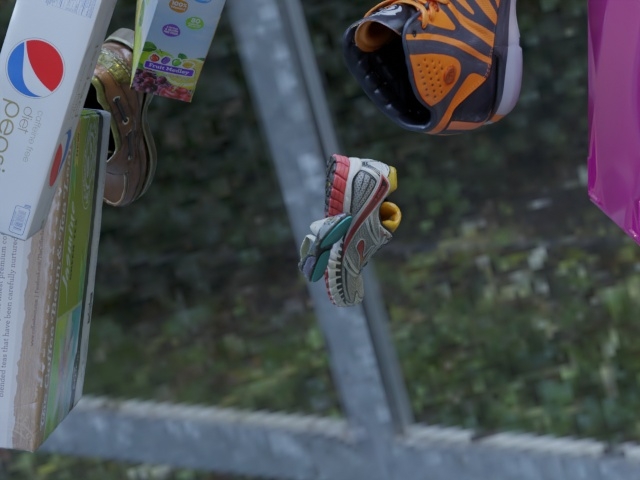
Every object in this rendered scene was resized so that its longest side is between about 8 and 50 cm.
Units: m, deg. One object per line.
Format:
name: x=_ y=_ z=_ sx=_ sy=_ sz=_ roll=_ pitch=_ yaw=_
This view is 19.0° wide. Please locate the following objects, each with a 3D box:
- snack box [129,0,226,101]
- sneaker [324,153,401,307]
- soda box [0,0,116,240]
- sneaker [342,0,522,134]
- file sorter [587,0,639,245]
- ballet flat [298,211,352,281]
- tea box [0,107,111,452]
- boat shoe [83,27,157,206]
snack box: x=-0.128 y=-0.269 z=1.856 sx=0.070 sy=0.207 sz=0.174 roll=11 pitch=47 yaw=-14
sneaker: x=0.049 y=-0.003 z=2.305 sx=0.093 sy=0.225 sz=0.088 roll=2 pitch=45 yaw=-2
soda box: x=-0.237 y=-0.113 z=1.594 sx=0.069 sy=0.216 sz=0.074 roll=20 pitch=10 yaw=1
sneaker: x=0.112 y=-0.261 z=1.911 sx=0.180 sy=0.321 sz=0.125 roll=-14 pitch=12 yaw=-43
file sorter: x=0.374 y=-0.164 z=1.885 sx=0.182 sy=0.290 sz=0.202 roll=-4 pitch=16 yaw=-6
ballet flat: x=0.000 y=0.000 z=2.241 sx=0.041 sy=0.114 sz=0.041 roll=15 pitch=41 yaw=-14
tea box: x=-0.353 y=0.020 z=1.952 sx=0.220 sy=0.329 sz=0.323 roll=6 pitch=6 yaw=1
boat shoe: x=-0.284 y=-0.142 z=2.500 sx=0.111 sy=0.307 sz=0.104 roll=30 pitch=54 yaw=18
